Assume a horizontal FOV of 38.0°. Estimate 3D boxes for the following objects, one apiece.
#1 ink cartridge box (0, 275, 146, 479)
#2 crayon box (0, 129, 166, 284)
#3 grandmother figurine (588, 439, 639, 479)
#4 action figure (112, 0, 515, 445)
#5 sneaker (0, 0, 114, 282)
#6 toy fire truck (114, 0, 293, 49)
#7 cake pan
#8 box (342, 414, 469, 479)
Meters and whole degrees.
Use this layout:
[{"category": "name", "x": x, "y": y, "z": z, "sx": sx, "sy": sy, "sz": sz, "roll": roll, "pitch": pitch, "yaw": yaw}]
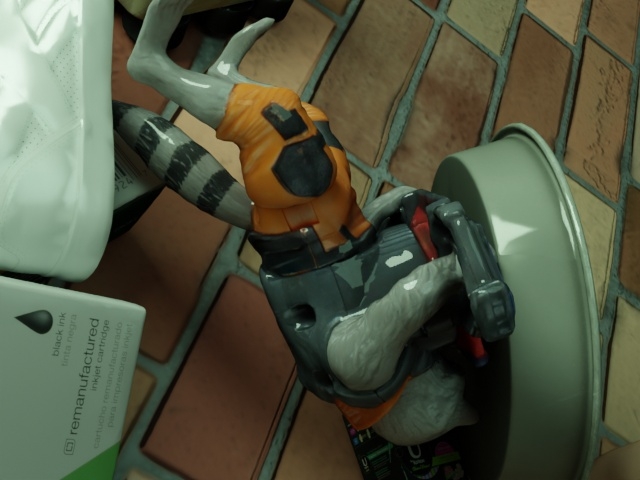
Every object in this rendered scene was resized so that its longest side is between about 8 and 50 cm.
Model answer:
[{"category": "ink cartridge box", "x": -0.211, "y": 0.089, "z": 0.462, "sx": 0.219, "sy": 0.093, "sz": 0.160, "roll": 17, "pitch": 80, "yaw": -51}, {"category": "crayon box", "x": -0.285, "y": -0.105, "z": 0.626, "sx": 0.323, "sy": 0.083, "sz": 0.203, "roll": 51, "pitch": 46, "yaw": 2}, {"category": "grandmother figurine", "x": 0.289, "y": 0.172, "z": 0.677, "sx": 0.104, "sy": 0.342, "sz": 0.208, "roll": 5, "pitch": 60, "yaw": -34}, {"category": "action figure", "x": 0.000, "y": 0.000, "z": 0.667, "sx": 0.178, "sy": 0.341, "sz": 0.330, "roll": -31, "pitch": 90, "yaw": -1}, {"category": "sneaker", "x": -0.219, "y": -0.123, "z": 0.553, "sx": 0.169, "sy": 0.108, "sz": 0.292, "roll": 9, "pitch": 58, "yaw": -35}, {"category": "toy fire truck", "x": -0.135, "y": -0.326, "z": 0.848, "sx": 0.246, "sy": 0.158, "sz": 0.217, "roll": 47, "pitch": 45, "yaw": 16}, {"category": "cake pan", "x": 0.132, "y": 0.059, "z": 0.706, "sx": 0.054, "sy": 0.293, "sz": 0.293, "roll": -5, "pitch": 61, "yaw": -5}, {"category": "box", "x": 0.065, "y": 0.161, "z": 0.725, "sx": 0.062, "sy": 0.052, "sz": 0.083, "roll": -2, "pitch": 62, "yaw": -37}]
